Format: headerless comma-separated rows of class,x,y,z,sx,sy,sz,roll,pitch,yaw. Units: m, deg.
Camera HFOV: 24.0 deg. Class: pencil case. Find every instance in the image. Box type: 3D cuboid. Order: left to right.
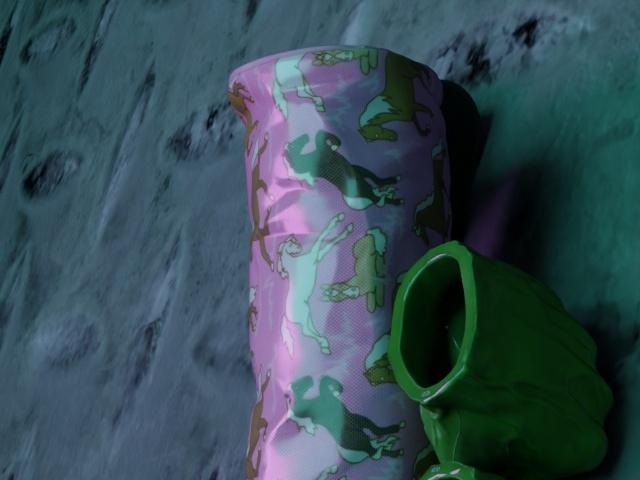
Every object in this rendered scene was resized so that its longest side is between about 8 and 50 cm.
pencil case,0.015,0.058,1.028,0.167,0.160,0.386,-6,78,26

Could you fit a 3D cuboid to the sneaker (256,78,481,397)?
sneaker,0.000,0.000,1.219,0.178,0.124,0.295,14,75,58

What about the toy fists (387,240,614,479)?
toy fists,0.110,0.140,0.897,0.096,0.142,0.279,-33,42,39
